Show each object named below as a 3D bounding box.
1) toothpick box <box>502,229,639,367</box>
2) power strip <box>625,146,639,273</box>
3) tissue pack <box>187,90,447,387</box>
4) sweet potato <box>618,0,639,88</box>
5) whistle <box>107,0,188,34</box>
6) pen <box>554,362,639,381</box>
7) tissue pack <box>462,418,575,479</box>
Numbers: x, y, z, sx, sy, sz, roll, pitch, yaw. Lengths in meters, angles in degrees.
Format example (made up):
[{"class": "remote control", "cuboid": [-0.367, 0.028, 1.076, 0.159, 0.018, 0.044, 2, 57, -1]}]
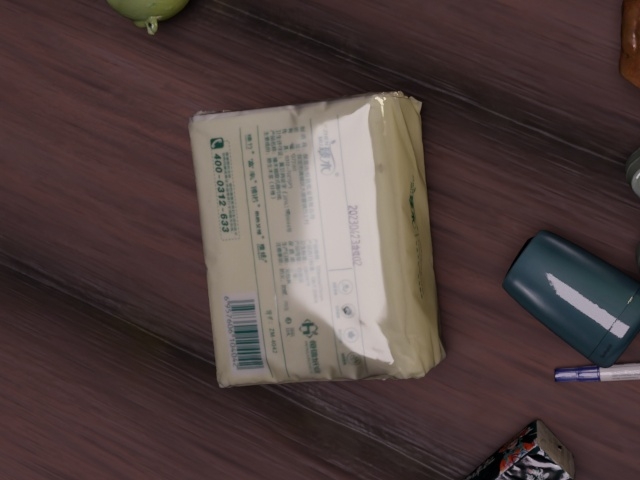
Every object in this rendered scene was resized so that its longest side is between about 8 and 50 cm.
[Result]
[{"class": "toothpick box", "cuboid": [0.334, 0.072, 1.513, 0.184, 0.120, 0.120, 35, 103, 13]}, {"class": "power strip", "cuboid": [0.500, -0.029, 1.467, 0.261, 0.141, 0.229, 45, 106, -7]}, {"class": "tissue pack", "cuboid": [0.000, 0.000, 1.554, 0.297, 0.207, 0.380, -3, 94, 18]}, {"class": "sweet potato", "cuboid": [0.426, -0.301, 1.467, 0.097, 0.097, 0.251, 1, 91, 16]}, {"class": "whistle", "cuboid": [-0.239, -0.435, 1.643, 0.141, 0.141, 0.294, 1, 78, 16]}, {"class": "pen", "cuboid": [0.416, 0.176, 1.547, 0.204, 0.025, 0.025, -5, 94, 17]}, {"class": "tissue pack", "cuboid": [0.258, 0.334, 1.568, 0.090, 0.103, 0.170, 44, 105, 1]}]
